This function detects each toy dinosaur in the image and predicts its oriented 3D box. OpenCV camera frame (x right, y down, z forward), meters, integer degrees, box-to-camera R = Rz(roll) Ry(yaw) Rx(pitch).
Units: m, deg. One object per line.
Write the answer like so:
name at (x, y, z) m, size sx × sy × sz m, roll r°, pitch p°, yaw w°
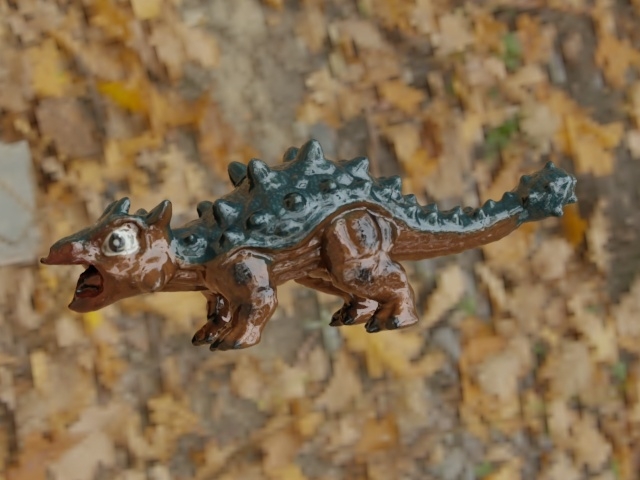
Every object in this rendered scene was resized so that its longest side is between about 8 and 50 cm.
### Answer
toy dinosaur at (0.000, 0.000, 0.511) m, size 0.154 × 0.049 × 0.055 m, roll -10°, pitch 90°, yaw -16°
